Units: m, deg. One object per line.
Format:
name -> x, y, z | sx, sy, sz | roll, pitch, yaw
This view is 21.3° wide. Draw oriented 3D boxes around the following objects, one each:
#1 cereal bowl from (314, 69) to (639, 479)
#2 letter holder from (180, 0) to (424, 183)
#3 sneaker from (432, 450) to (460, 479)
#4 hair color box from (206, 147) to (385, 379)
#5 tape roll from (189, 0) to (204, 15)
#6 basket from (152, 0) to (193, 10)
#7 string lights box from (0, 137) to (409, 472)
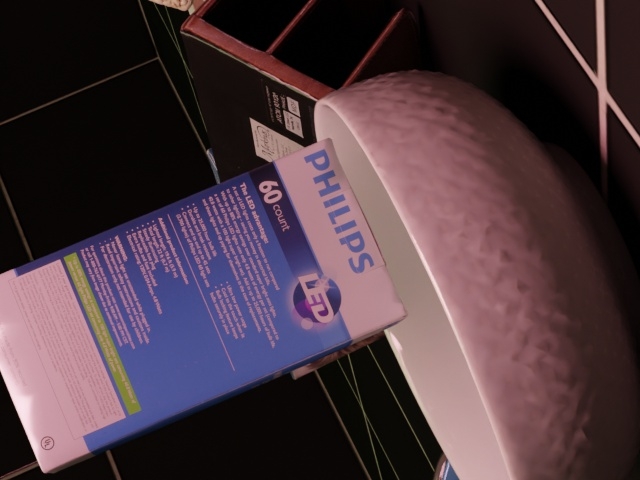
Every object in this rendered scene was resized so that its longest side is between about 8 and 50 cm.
cereal bowl -> 0.124, 0.033, 1.161 | 0.339, 0.141, 0.339 | 157, 90, -83
letter holder -> 0.020, -0.137, 1.500 | 0.152, 0.214, 0.302 | 29, 156, 20
sneaker -> 0.183, 0.331, 1.839 | 0.139, 0.125, 0.341 | -115, 7, -61
hair color box -> 0.000, 0.000, 1.922 | 0.347, 0.174, 0.105 | 75, 168, -55
tape roll -> -0.096, -0.284, 2.027 | 0.286, 0.100, 0.286 | 156, 90, -84
basket -> -0.145, -0.299, 1.579 | 0.167, 0.103, 0.113 | 119, 172, -71
string lights box -> -0.087, 0.044, 1.142 | 0.077, 0.259, 0.133 | 114, 133, -81
